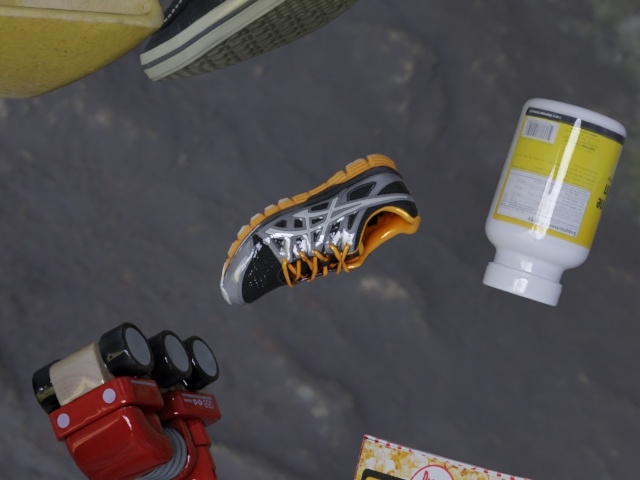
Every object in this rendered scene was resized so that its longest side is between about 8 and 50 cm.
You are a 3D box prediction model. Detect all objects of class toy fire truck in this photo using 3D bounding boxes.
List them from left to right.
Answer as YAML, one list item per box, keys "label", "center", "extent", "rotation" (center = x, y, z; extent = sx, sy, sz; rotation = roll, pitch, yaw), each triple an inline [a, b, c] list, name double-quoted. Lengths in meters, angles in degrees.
- label: "toy fire truck"
  center: [-0.183, 0.234, 1.826]
  extent: [0.217, 0.158, 0.246]
  rotation: [20, 44, -64]

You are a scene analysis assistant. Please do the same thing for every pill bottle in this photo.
- label: "pill bottle"
  center: [0.216, -0.036, 1.678]
  extent: [0.103, 0.184, 0.103]
  rotation: [18, 0, 0]

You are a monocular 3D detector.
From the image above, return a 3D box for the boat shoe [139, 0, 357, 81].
- label: "boat shoe"
  center: [-0.028, -0.310, 1.752]
  extent: [0.187, 0.500, 0.156]
  rotation: [-19, 78, -42]

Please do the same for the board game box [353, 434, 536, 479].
- label: "board game box"
  center: [0.068, 0.232, 1.116]
  extent: [0.045, 0.193, 0.147]
  rotation: [18, -5, -42]

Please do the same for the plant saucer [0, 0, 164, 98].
- label: "plant saucer"
  center: [-0.291, -0.172, 0.989]
  extent: [0.333, 0.081, 0.332]
  rotation: [1, 33, -25]

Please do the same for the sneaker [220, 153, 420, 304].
- label: "sneaker"
  center: [0.000, 0.000, 1.693]
  extent: [0.083, 0.215, 0.084]
  rotation: [50, -11, 31]
